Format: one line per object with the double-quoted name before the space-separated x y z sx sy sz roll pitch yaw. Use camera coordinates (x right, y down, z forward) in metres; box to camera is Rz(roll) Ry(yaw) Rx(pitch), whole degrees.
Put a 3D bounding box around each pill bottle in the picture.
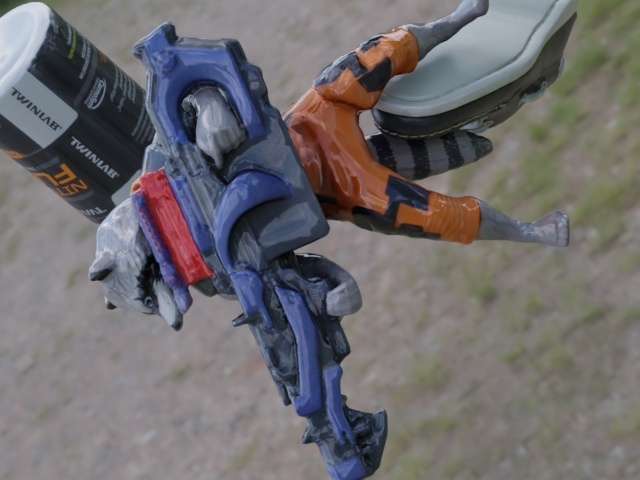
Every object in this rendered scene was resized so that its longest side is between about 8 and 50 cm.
"pill bottle" -0.214 -0.100 1.672 0.130 0.245 0.130 -30 37 26

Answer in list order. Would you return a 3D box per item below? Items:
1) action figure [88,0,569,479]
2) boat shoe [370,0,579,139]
"action figure" 0.000 0.000 1.268 0.330 0.341 0.178 -16 2 -10
"boat shoe" 0.126 -0.131 1.405 0.114 0.091 0.302 21 35 26
